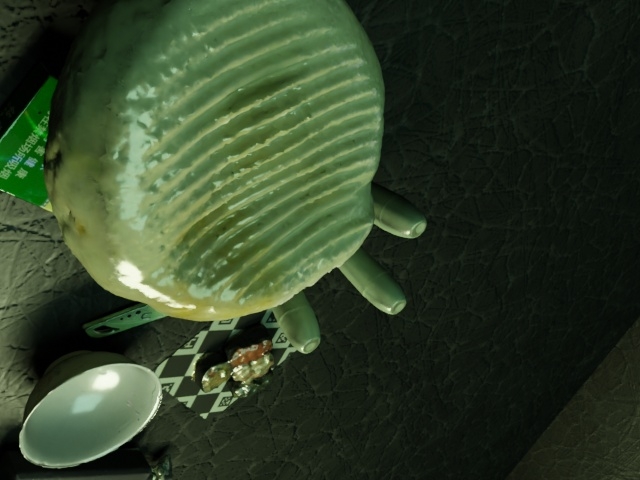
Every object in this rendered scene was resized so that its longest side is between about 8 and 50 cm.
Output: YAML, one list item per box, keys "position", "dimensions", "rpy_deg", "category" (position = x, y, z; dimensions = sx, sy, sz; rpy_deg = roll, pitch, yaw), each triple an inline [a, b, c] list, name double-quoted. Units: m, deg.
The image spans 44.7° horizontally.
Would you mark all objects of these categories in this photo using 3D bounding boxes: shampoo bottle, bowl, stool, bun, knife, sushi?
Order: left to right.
- position: [-0.310, 0.202, 1.019]
  dimensions: [0.189, 0.086, 0.189]
  rpy_deg: [-24, 140, -21]
  category: "bowl"
- position: [-0.345, 0.360, 1.161]
  dimensions: [0.309, 0.071, 0.098]
  rpy_deg: [19, 112, -51]
  category: "shampoo bottle"
- position: [-0.183, 0.079, 1.068]
  dimensions: [0.293, 0.020, 0.043]
  rpy_deg: [-18, 140, -29]
  category: "knife"
- position: [-0.104, -0.108, 0.755]
  dimensions: [0.365, 0.219, 0.365]
  rpy_deg: [-20, 121, -38]
  category: "bun"
- position: [-0.122, 0.195, 1.222]
  dimensions: [0.231, 0.047, 0.219]
  rpy_deg: [-39, 145, -4]
  category: "sushi"
- position: [0.000, 0.000, 1.008]
  dimensions: [0.195, 0.198, 0.195]
  rpy_deg: [-19, 137, -27]
  category: "stool"

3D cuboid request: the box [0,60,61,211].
- position: [-0.241, -0.080, 0.833]
  dimensions: [0.132, 0.034, 0.235]
  rpy_deg: [-49, 144, 7]
  category: "box"
